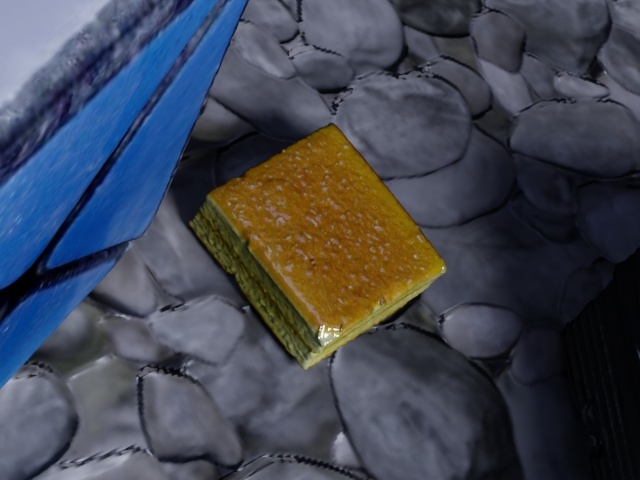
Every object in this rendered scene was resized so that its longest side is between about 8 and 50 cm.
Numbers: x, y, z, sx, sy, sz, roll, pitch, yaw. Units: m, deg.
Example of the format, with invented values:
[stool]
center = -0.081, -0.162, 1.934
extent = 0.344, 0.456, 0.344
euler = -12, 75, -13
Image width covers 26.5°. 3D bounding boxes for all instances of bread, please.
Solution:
[bread]
center = 0.000, 0.000, 0.653
extent = 0.090, 0.035, 0.094
euler = -30, 75, -34

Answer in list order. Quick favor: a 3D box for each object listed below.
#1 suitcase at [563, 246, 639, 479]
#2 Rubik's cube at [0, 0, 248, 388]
[suitcase]
center = 0.259, 0.154, 0.596
extent = 0.230, 0.152, 0.335
euler = 6, 59, -20
[Rubik's cube]
center = -0.203, -0.058, 0.470
extent = 0.255, 0.259, 0.260
euler = 37, 53, 3
